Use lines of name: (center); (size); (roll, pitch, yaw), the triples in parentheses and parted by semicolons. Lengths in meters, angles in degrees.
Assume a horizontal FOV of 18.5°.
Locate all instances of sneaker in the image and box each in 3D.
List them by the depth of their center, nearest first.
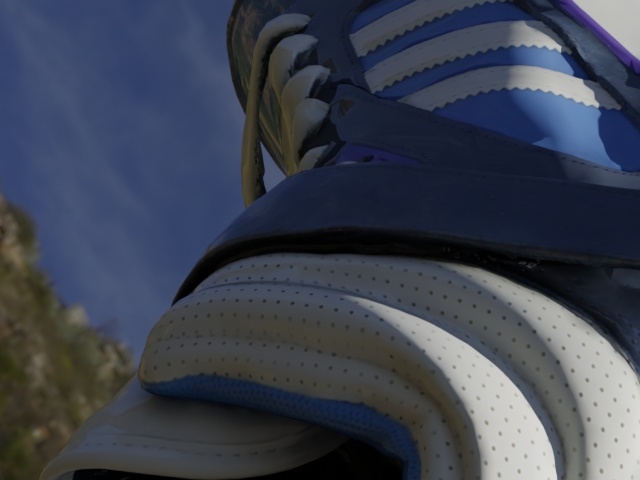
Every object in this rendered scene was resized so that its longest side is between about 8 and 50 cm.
sneaker: (0.000, 0.001, 0.582); (0.323, 0.236, 0.130); (34, -47, 44)
